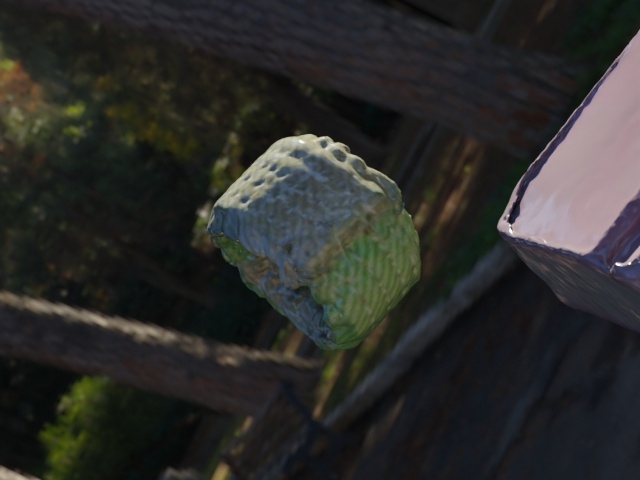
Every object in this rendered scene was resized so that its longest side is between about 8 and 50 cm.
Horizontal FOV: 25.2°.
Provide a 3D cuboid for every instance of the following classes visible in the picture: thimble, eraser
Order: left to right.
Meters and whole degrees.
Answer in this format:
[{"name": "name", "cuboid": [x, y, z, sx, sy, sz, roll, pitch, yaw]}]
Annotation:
[{"name": "thimble", "cuboid": [0.000, 0.000, 1.458, 0.150, 0.219, 0.219, -46, -2, -13]}, {"name": "eraser", "cuboid": [0.312, -0.100, 1.075, 0.359, 0.122, 0.272, -51, 19, -3]}]
